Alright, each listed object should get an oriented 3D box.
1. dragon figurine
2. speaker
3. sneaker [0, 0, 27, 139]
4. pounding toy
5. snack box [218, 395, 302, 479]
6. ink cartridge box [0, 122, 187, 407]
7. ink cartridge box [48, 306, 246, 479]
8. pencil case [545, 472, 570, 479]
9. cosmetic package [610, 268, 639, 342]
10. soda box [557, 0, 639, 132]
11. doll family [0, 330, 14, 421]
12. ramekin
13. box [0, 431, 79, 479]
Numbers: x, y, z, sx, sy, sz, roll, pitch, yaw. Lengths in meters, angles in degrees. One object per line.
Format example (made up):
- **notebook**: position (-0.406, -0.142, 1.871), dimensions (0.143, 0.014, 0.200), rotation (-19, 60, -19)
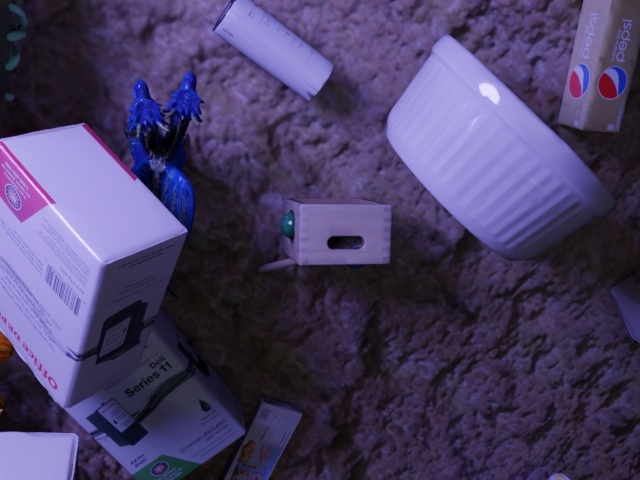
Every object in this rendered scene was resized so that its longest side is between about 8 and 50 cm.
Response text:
- **dragon figurine**: position (-0.184, -0.048, 0.725), dimensions (0.085, 0.144, 0.289), rotation (5, 108, -15)
- **speaker**: position (-0.052, -0.220, 0.744), dimensions (0.136, 0.055, 0.055), rotation (32, 99, -22)
- **sneaker**: position (-0.334, -0.203, 0.623), dimensions (0.182, 0.158, 0.411), rotation (-40, 145, -37)
- **pounding toy**: position (0.000, 0.000, 0.805), dimensions (0.141, 0.130, 0.100), rotation (-1, 97, -13)
- **snack box**: position (-0.094, 0.312, 0.941), dimensions (0.064, 0.022, 0.178), rotation (22, 103, -21)
- **ink cartridge box**: position (-0.253, 0.031, 0.668), dimensions (0.100, 0.172, 0.237), rotation (-27, 154, -46)
- **ink cartridge box**: position (-0.218, 0.200, 0.836), dimensions (0.153, 0.087, 0.208), rotation (-36, 112, 0)
- **pencil case**: position (0.300, 0.475, 1.043), dimensions (0.273, 0.114, 0.124), rotation (-21, 135, -6)
- **cosmetic package**: position (0.612, 0.053, 0.945), dimensions (0.309, 0.160, 0.113), rotation (-34, 112, -1)
- **soda box**: position (0.363, -0.234, 0.834), dimensions (0.058, 0.061, 0.182), rotation (1, 109, -13)
- **doll family**: position (-0.442, 0.155, 0.749), dimensions (0.163, 0.118, 0.263), rotation (17, 104, -19)
- **ramekin**: position (0.193, -0.095, 0.743), dimensions (0.272, 0.273, 0.127), rotation (37, 109, -22)
- **box**: position (-0.377, 0.348, 0.786), dimensions (0.148, 0.127, 0.232), rotation (5, 132, -15)
